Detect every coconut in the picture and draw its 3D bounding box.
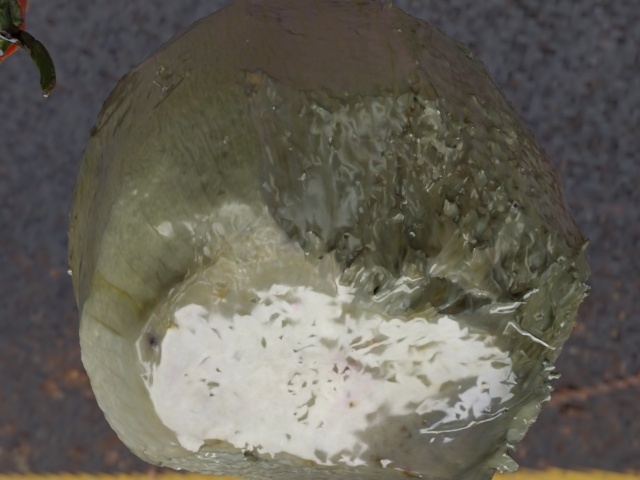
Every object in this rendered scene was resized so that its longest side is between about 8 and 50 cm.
[{"bbox_3d":[-0.003,0.000,0.703,0.194,0.194,0.194,10,138,9],"label":"coconut"}]

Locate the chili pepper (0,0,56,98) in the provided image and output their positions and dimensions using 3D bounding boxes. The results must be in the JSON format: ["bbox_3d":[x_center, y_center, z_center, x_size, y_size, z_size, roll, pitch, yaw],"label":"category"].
[{"bbox_3d":[-0.216,-0.145,1.016,0.272,0.071,0.063,40,160,29],"label":"chili pepper"}]
